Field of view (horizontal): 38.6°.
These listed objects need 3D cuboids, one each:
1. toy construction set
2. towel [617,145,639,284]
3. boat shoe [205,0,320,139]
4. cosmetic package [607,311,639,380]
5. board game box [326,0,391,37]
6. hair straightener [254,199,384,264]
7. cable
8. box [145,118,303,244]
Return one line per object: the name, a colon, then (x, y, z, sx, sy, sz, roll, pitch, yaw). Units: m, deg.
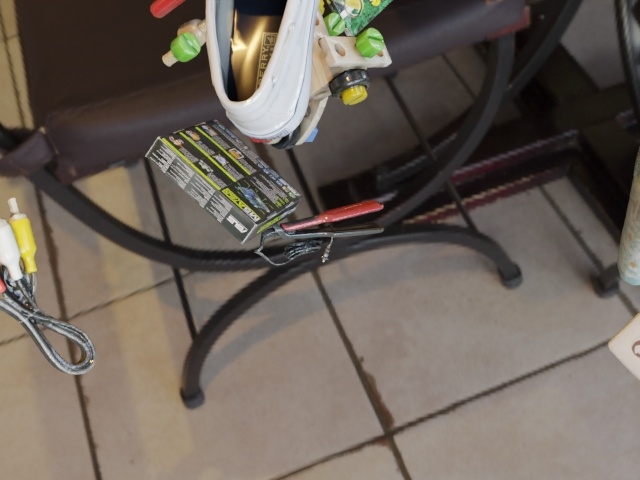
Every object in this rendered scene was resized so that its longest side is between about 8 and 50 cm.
toy construction set: (-0.047, -0.291, 1.271, 0.237, 0.308, 0.258, -20, 58, 47)
towel: (0.603, -0.147, 1.592, 0.090, 0.320, 0.374, 14, 65, 23)
boat shoe: (-0.043, -0.212, 0.719, 0.095, 0.084, 0.258, -5, 79, 13)
cosmetic package: (0.590, 0.030, 1.111, 0.453, 0.230, 0.161, -50, 62, 18)
board game box: (0.116, -0.577, 1.996, 0.260, 0.136, 0.030, -47, 33, -18)
hair straightener: (0.000, 0.000, 1.494, 0.230, 0.089, 0.047, -15, 24, -22)
cable: (-0.430, 0.088, 1.323, 0.072, 0.287, 0.139, -17, 17, 47)
box: (-0.135, -0.092, 1.343, 0.190, 0.045, 0.184, 42, 27, 4)
